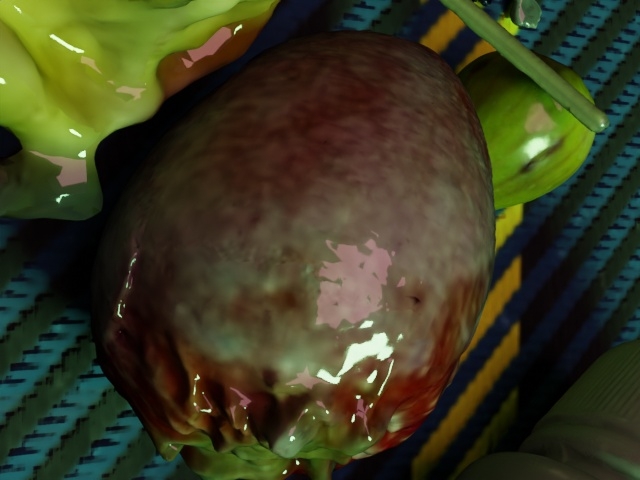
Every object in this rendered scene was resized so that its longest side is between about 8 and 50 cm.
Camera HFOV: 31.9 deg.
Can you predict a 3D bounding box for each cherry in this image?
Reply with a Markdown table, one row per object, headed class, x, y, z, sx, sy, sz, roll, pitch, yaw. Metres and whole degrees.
| class | x | y | z | sx | sy | sz | roll | pitch | yaw |
| --- | --- | --- | --- | --- | --- | --- | --- | --- | --- |
| cherry | 0.000 | 0.000 | 0.524 | 0.250 | 0.175 | 0.192 | -62 | 156 | -24 |

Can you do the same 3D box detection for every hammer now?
| class | x | y | z | sx | sy | sz | roll | pitch | yaw |
| --- | --- | --- | --- | --- | --- | --- | --- | --- | --- |
| hammer | 0.085 | -0.128 | 0.606 | 0.195 | 0.028 | 0.060 | 43 | 62 | 10 |

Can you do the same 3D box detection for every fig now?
| class | x | y | z | sx | sy | sz | roll | pitch | yaw |
| --- | --- | --- | --- | --- | --- | --- | --- | --- | --- |
| fig | 0.078 | -0.049 | 0.633 | 0.166 | 0.093 | 0.093 | -28 | 107 | -11 |

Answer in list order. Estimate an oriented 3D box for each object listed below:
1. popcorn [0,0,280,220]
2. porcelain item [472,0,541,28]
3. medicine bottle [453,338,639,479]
| class | x | y | z | sx | sy | sz | roll | pitch | yaw |
| --- | --- | --- | --- | --- | --- | --- | --- | --- | --- |
| popcorn | -0.112 | -0.188 | 0.378 | 0.349 | 0.349 | 0.382 | -7 | 105 | -32 |
| porcelain item | 0.118 | -0.164 | 0.682 | 0.136 | 0.021 | 0.075 | -31 | 108 | -28 |
| medicine bottle | 0.125 | 0.225 | 0.592 | 0.339 | 0.208 | 0.208 | -43 | 113 | -24 |
